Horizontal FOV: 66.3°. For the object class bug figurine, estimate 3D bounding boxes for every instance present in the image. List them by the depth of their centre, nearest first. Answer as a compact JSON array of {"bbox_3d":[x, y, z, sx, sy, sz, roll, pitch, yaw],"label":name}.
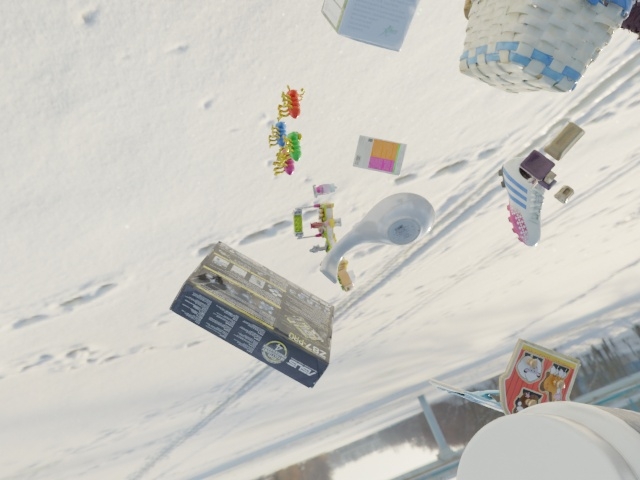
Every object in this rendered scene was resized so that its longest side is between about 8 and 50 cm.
[{"bbox_3d":[-0.096,-0.309,1.435,0.072,0.216,0.279,-2,167,-15],"label":"bug figurine"}]

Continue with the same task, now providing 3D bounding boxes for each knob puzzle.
[{"bbox_3d":[0.466,0.327,1.051,0.213,0.213,0.030,-16,-171,-15],"label":"knob puzzle"}]

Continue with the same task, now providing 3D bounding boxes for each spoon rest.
[{"bbox_3d":[0.120,-0.011,1.071,0.276,0.084,0.137,-33,123,20],"label":"spoon rest"}]

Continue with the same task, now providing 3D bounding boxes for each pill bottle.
[{"bbox_3d":[0.329,0.303,0.591,0.204,0.204,0.361,-36,141,30],"label":"pill bottle"}]

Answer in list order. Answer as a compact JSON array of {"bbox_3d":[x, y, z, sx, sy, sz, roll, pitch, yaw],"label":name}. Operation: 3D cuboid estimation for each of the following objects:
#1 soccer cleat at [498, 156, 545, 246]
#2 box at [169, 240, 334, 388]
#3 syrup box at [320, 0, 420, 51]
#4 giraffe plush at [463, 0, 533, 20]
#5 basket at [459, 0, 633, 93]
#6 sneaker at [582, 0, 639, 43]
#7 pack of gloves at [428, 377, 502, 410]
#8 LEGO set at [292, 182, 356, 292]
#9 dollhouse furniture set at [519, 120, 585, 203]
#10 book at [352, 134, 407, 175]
[{"bbox_3d":[0.746,-0.143,1.758,0.116,0.330,0.143,-13,176,-37],"label":"soccer cleat"},{"bbox_3d":[-0.153,0.176,1.286,0.097,0.395,0.318,-57,-173,16],"label":"box"},{"bbox_3d":[0.086,-0.362,0.577,0.097,0.093,0.236,6,128,-22],"label":"syrup box"},{"bbox_3d":[0.448,-0.602,1.127,0.210,0.170,0.181,23,165,-11],"label":"giraffe plush"},{"bbox_3d":[0.365,-0.393,0.798,0.201,0.254,0.288,13,104,-14],"label":"basket"},{"bbox_3d":[0.715,-0.489,1.135,0.282,0.162,0.106,-2,-154,36],"label":"sneaker"},{"bbox_3d":[0.421,0.408,1.314,0.232,0.046,0.195,14,164,26],"label":"pack of gloves"},{"bbox_3d":[0.000,0.000,1.260,0.107,0.286,0.132,-8,174,-21],"label":"LEGO set"},{"bbox_3d":[0.389,-0.122,0.792,0.114,0.091,0.081,-48,164,0],"label":"dollhouse furniture set"},{"bbox_3d":[0.176,-0.252,1.459,0.144,0.096,0.035,14,-174,12],"label":"book"}]
